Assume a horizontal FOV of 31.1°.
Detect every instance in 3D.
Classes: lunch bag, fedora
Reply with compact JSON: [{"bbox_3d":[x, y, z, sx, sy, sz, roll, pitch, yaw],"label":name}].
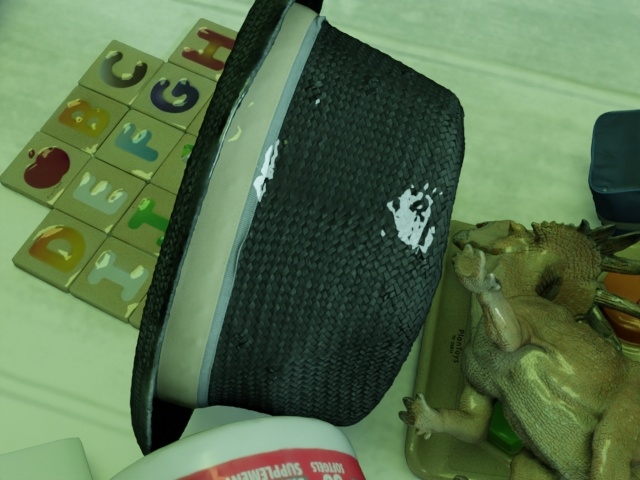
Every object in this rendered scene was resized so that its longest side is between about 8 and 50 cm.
[{"bbox_3d":[0.245,-0.052,0.888,0.067,0.065,0.098,-1,51,23],"label":"lunch bag"},{"bbox_3d":[0.000,0.000,0.726,0.152,0.334,0.334,18,61,3],"label":"fedora"}]

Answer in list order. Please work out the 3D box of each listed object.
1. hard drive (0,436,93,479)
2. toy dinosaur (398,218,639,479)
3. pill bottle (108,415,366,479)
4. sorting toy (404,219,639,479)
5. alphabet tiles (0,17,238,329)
[{"bbox_3d":[-0.213,0.308,0.687,0.233,0.047,0.353,-12,58,-21],"label":"hard drive"},{"bbox_3d":[0.167,0.095,0.741,0.200,0.127,0.296,-11,68,-40],"label":"toy dinosaur"},{"bbox_3d":[-0.015,0.276,0.645,0.176,0.176,0.319,-18,60,-7],"label":"pill bottle"},{"bbox_3d":[0.178,0.123,0.802,0.229,0.041,0.307,7,60,9],"label":"sorting toy"},{"bbox_3d":[-0.078,-0.046,0.941,0.342,0.011,0.285,25,64,18],"label":"alphabet tiles"}]
